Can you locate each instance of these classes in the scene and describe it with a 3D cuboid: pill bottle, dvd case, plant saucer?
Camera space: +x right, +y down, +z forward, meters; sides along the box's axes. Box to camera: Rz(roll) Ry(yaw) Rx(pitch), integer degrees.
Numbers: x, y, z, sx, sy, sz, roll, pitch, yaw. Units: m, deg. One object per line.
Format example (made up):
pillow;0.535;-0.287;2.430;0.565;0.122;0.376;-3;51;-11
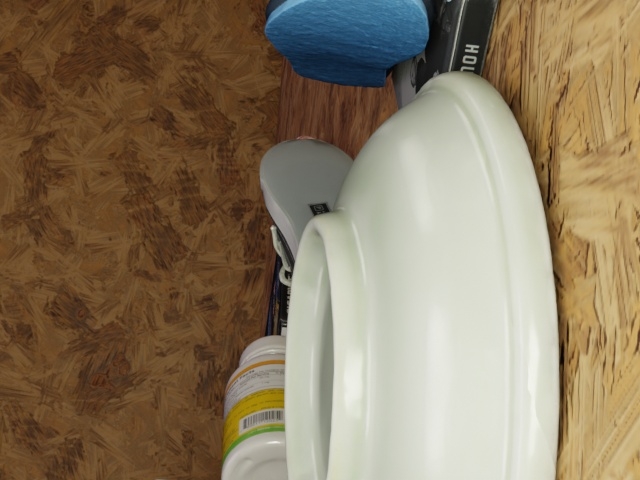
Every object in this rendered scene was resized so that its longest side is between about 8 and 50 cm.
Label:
pill bottle;-0.057;0.232;1.532;0.245;0.136;0.136;-95;11;-60
dvd case;0.092;-0.156;0.943;0.238;0.030;0.179;-93;10;-56
plant saucer;0.039;0.090;0.767;0.400;0.101;0.400;-177;90;-80

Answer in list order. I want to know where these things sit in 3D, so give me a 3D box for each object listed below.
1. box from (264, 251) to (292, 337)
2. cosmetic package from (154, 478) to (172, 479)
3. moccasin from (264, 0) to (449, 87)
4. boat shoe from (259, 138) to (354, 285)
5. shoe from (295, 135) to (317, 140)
box;-0.043;0.147;1.820;0.295;0.073;0.293;-92;10;-54
cosmetic package;-0.150;0.585;1.699;0.161;0.230;0.453;104;168;-55
moccasin;0.015;-0.198;0.919;0.342;0.138;0.116;-177;95;-84
boat shoe;0.004;0.000;1.289;0.306;0.113;0.105;-118;24;-50
shoe;-0.008;-0.102;1.743;0.081;0.063;0.178;105;164;-52
